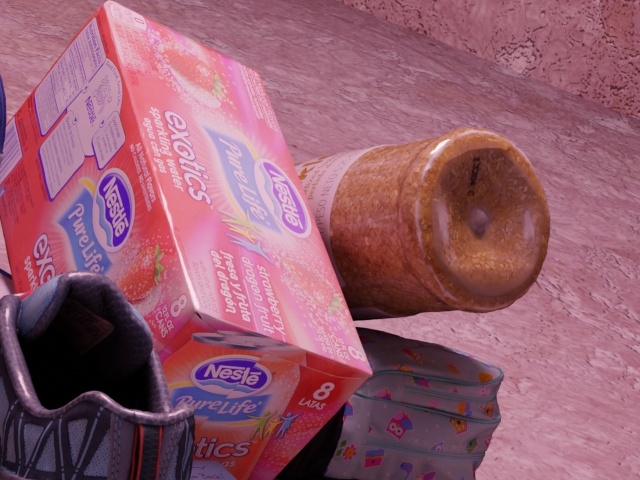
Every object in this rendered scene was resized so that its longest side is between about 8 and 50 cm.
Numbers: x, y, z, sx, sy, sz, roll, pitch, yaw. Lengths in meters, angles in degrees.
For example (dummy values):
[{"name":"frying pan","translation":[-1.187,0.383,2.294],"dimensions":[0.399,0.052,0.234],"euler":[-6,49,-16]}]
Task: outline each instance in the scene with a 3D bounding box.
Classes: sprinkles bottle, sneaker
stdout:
[{"name":"sprinkles bottle","translation":[0.000,0.000,1.367],"dimensions":[0.121,0.121,0.355],"euler":[5,-8,-37]},{"name":"sneaker","translation":[-0.110,0.066,0.859],"dimensions":[0.104,0.125,0.262],"euler":[8,17,-30]}]

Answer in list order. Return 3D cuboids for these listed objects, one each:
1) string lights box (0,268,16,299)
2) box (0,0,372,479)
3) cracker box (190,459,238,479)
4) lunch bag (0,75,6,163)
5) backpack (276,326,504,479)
[{"name":"string lights box","translation":[-0.319,0.023,1.296],"dimensions":[0.260,0.076,0.133],"euler":[28,19,27]},{"name":"box","translation":[-0.098,0.008,1.257],"dimensions":[0.142,0.154,0.300],"euler":[22,32,-35]},{"name":"cracker box","translation":[-0.068,0.199,1.033],"dimensions":[0.156,0.067,0.232],"euler":[5,22,-38]},{"name":"lunch bag","translation":[-0.301,0.014,0.992],"dimensions":[0.243,0.303,0.115],"euler":[13,5,-19]},{"name":"backpack","translation":[0.036,0.118,1.310],"dimensions":[0.182,0.115,0.152],"euler":[12,16,-31]}]
